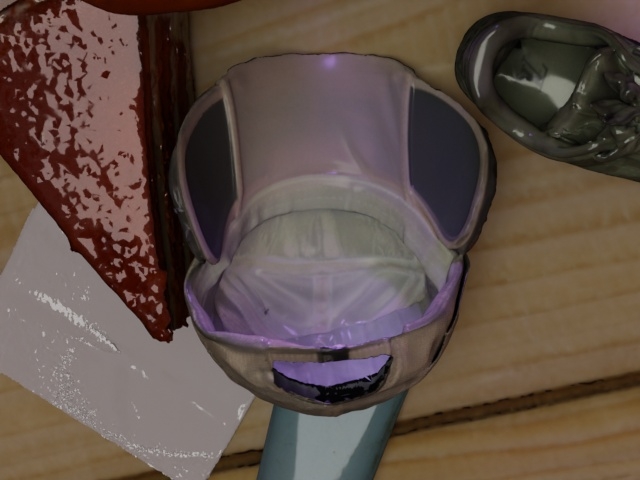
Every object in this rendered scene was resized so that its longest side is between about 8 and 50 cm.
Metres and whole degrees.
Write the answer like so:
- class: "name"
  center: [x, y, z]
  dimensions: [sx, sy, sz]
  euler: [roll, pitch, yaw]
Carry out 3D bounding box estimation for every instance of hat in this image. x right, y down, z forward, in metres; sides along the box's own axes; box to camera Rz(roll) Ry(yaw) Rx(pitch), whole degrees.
- class: "hat"
  center: [0.000, -0.009, 1.248]
  dimensions: [0.232, 0.161, 0.275]
  euler: [-3, 77, -13]

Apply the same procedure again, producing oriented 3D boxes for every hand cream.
- class: "hand cream"
  center: [-0.014, 0.202, 1.343]
  dimensions: [0.111, 0.070, 0.312]
  euler: [20, 96, 9]

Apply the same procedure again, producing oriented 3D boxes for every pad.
- class: "pad"
  center: [-0.159, 0.081, 1.368]
  dimensions: [0.232, 0.004, 0.156]
  euler: [32, 106, 4]

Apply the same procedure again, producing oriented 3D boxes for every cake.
- class: "cake"
  center: [-0.123, -0.082, 1.252]
  dimensions: [0.159, 0.158, 0.262]
  euler: [-37, 94, 17]

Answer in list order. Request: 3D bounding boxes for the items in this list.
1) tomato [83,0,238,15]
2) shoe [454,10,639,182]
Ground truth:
- class: "tomato"
  center: [-0.108, -0.273, 1.119]
  dimensions: [0.260, 0.180, 0.260]
  euler: [8, 66, -18]
- class: "shoe"
  center: [0.225, -0.082, 1.185]
  dimensions: [0.293, 0.149, 0.109]
  euler: [19, 103, 9]
